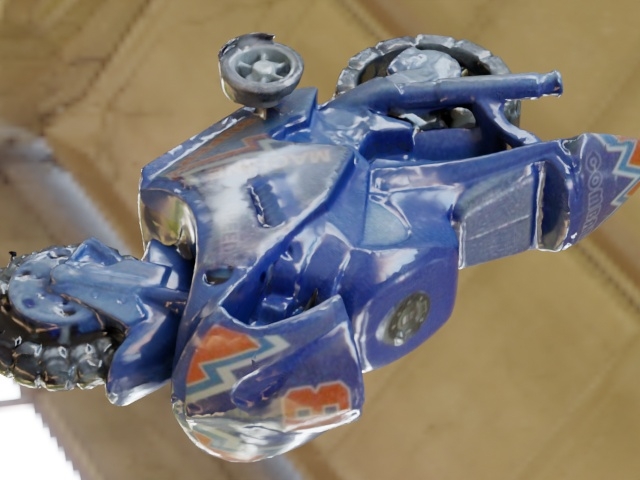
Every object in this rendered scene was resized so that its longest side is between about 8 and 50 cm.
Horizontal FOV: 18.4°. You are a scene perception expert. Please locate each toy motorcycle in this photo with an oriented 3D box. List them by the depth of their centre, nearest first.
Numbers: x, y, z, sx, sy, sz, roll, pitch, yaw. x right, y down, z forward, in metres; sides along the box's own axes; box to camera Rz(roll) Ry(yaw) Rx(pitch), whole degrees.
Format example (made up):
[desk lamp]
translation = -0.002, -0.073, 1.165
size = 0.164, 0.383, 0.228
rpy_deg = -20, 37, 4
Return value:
[toy motorcycle]
translation = 0.000, 0.000, 0.590
size = 0.114, 0.205, 0.076
rpy_deg = 36, -37, 33
